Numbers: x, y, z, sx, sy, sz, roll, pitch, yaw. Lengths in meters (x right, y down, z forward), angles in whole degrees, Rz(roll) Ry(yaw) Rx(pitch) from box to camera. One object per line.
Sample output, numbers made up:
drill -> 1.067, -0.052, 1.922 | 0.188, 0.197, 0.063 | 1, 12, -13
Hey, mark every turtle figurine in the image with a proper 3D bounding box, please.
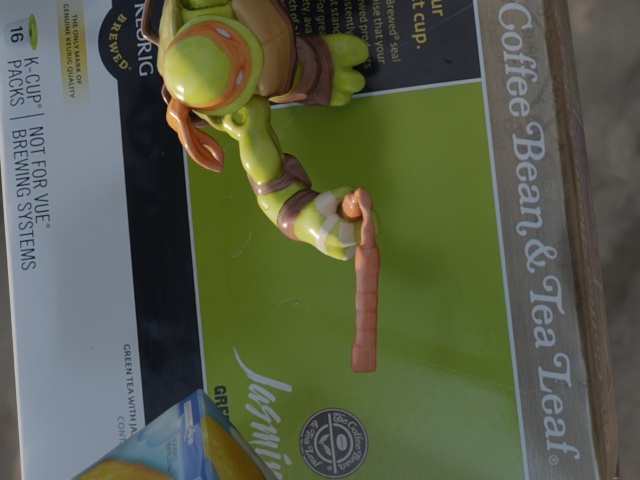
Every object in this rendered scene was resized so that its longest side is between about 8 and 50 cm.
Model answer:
turtle figurine -> -0.029, -0.080, 0.734 | 0.087, 0.269, 0.217 | -22, 10, 16

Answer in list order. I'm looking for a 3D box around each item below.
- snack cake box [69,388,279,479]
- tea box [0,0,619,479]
snack cake box -> -0.075, 0.186, 0.634 | 0.152, 0.089, 0.264 | -35, 21, 6
tea box -> 0.000, 0.000, 0.958 | 0.220, 0.323, 0.329 | 24, -119, -76
